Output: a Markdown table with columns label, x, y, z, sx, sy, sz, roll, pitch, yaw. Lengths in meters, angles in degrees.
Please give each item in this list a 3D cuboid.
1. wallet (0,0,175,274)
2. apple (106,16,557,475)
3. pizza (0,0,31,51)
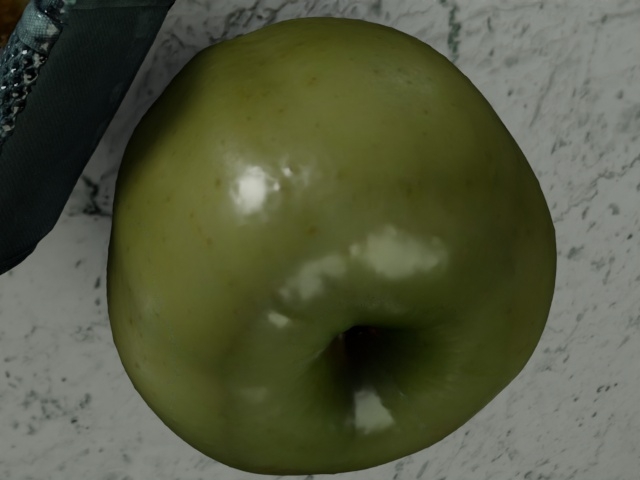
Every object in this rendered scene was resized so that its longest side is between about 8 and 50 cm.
| label | x | y | z | sx | sy | sz | roll | pitch | yaw |
| --- | --- | --- | --- | --- | --- | --- | --- | --- | --- |
| wallet | -0.267 | -0.105 | 0.979 | 0.075 | 0.237 | 0.342 | 35 | 110 | 2 |
| apple | 0.000 | 0.000 | 1.067 | 0.474 | 0.473 | 0.473 | -16 | 130 | -21 |
| pizza | -0.363 | -0.231 | 0.891 | 0.406 | 0.130 | 0.439 | -22 | 134 | -35 |
